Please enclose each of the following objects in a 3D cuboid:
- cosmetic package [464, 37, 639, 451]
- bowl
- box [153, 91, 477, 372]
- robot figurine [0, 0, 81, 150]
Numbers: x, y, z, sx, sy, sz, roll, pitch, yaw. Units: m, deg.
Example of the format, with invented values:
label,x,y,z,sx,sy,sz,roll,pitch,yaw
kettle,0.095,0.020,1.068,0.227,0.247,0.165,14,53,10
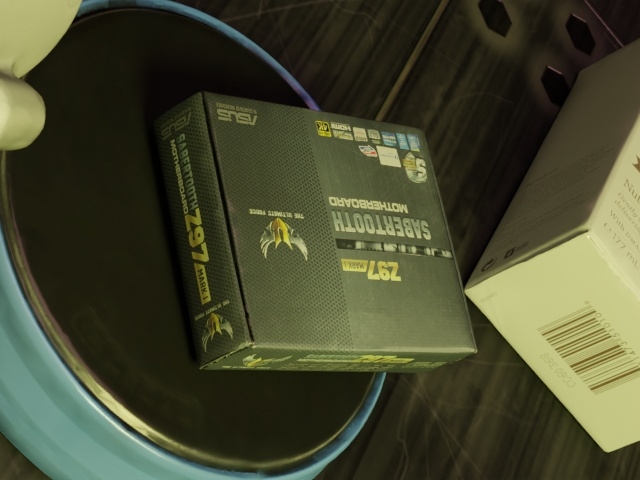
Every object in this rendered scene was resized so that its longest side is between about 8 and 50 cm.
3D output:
label,x,y,z,sx,sy,sz,roll,pitch,yaw
cosmetic package,0.307,-0.018,1.574,0.217,0.156,0.385,47,44,-15
bowl,-0.099,0.005,1.201,0.391,0.077,0.391,23,54,-36
box,0.000,0.000,1.201,0.232,0.059,0.183,6,66,-44
robot figurine,-0.249,-0.182,0.957,0.300,0.200,0.353,57,7,1
